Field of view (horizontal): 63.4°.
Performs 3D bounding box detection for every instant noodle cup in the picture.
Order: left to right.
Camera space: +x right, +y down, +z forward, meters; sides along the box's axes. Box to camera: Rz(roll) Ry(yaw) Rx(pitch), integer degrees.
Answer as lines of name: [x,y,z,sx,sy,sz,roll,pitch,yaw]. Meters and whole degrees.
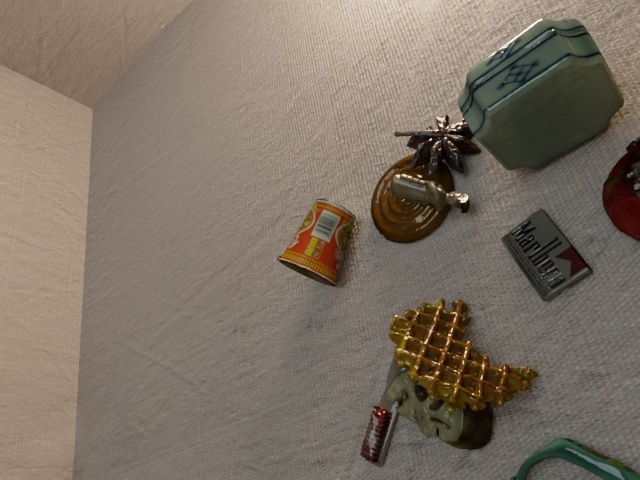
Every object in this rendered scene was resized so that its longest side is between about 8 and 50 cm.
instant noodle cup: [0.000,0.000,1.503,0.193,0.193,0.212,15,76,44]

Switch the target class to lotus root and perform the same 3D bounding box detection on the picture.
lotus root: [0.264,0.352,1.148,0.235,0.119,0.138,23,94,46]

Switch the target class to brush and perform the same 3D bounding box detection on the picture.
brush: [0.166,0.389,1.276,0.060,0.050,0.321,11,80,48]

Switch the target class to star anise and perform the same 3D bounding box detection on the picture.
star anise: [0.305,-0.260,1.361,0.231,0.089,0.209,-2,54,15]

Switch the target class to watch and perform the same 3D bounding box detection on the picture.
watch: [0.475,0.476,0.950,0.237,0.068,0.195,21,90,41]

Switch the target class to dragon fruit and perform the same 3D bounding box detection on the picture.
dragon fruit: [0.638,-0.113,0.974,0.218,0.148,0.224,18,86,46]

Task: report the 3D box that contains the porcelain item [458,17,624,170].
porcelain item: [0.466,-0.306,1.114,0.281,0.286,0.157,-33,51,31]

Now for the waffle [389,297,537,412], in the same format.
waffle: [0.281,0.249,1.107,0.293,0.259,0.069,51,143,45]

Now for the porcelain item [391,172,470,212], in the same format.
porcelain item: [0.282,-0.118,1.309,0.213,0.084,0.054,19,58,40]

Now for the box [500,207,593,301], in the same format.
box: [0.489,0.030,1.132,0.115,0.036,0.177,-41,50,23]

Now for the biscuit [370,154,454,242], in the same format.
biscuit: [0.242,-0.118,1.416,0.262,0.037,0.262,-17,63,36]
